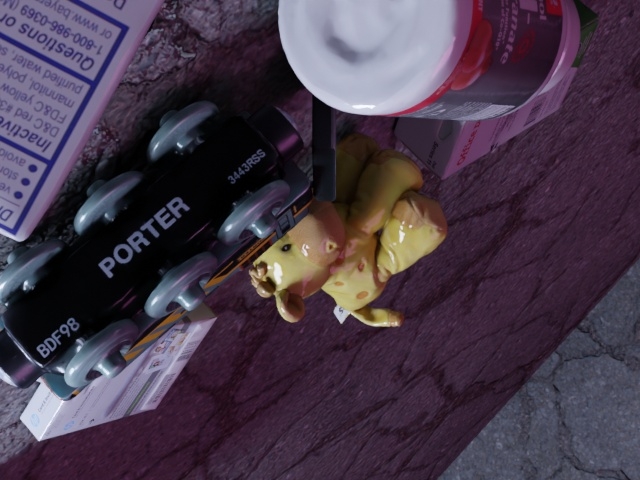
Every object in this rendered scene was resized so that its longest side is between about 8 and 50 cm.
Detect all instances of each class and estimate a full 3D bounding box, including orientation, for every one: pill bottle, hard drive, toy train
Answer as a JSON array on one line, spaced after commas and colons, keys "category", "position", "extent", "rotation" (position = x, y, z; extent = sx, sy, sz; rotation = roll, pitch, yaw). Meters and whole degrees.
[{"category": "pill bottle", "position": [0.116, -0.197, 1.257], "extent": [0.176, 0.176, 0.318], "rotation": [-54, 157, 22]}, {"category": "hard drive", "position": [0.003, -0.117, 1.280], "extent": [0.022, 0.135, 0.094], "rotation": [0, 152, 1]}, {"category": "toy train", "position": [-0.145, 0.014, 1.236], "extent": [0.334, 0.142, 0.190], "rotation": [-43, 168, -6]}]

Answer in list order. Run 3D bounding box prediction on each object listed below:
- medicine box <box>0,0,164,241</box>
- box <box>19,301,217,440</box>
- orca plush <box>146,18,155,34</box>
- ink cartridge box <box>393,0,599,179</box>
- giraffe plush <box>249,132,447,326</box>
[{"category": "medicine box", "position": [-0.126, -0.195, 0.690], "extent": [0.289, 0.149, 0.263], "rotation": [-55, -166, 25]}, {"category": "box", "position": [-0.208, 0.131, 1.453], "extent": [0.186, 0.038, 0.145], "rotation": [-10, 140, -57]}, {"category": "orca plush", "position": [-0.031, -0.235, 1.030], "extent": [0.287, 0.151, 0.102], "rotation": [-41, -170, -18]}, {"category": "ink cartridge box", "position": [0.194, -0.180, 1.548], "extent": [0.208, 0.087, 0.153], "rotation": [-32, 155, -33]}, {"category": "giraffe plush", "position": [0.000, 0.000, 1.433], "extent": [0.170, 0.181, 0.210], "rotation": [-1, 116, -45]}]
